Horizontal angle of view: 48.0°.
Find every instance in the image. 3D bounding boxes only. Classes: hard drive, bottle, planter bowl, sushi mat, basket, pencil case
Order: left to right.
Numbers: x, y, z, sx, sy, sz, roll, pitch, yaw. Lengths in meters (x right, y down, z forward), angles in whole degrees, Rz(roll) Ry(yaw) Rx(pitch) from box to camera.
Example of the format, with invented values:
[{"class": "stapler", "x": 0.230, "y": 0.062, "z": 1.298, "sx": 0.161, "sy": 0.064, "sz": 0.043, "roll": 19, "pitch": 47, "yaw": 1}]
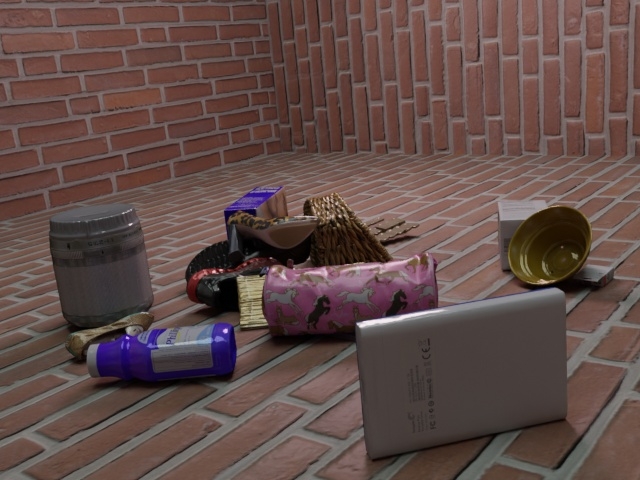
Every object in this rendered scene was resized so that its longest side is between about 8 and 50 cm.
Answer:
[{"class": "bottle", "x": -0.310, "y": 0.223, "z": 1.415, "sx": 0.283, "sy": 0.092, "sz": 0.118, "roll": -5, "pitch": 16, "yaw": 1}, {"class": "sushi mat", "x": -0.036, "y": 0.130, "z": 1.677, "sx": 0.317, "sy": 0.019, "sz": 0.151, "roll": -6, "pitch": 49, "yaw": -2}, {"class": "basket", "x": 0.080, "y": -0.029, "z": 2.005, "sx": 0.223, "sy": 0.213, "sz": 0.299, "roll": -8, "pitch": 15, "yaw": -6}, {"class": "pencil case", "x": 0.067, "y": 0.116, "z": 1.559, "sx": 0.386, "sy": 0.167, "sz": 0.160, "roll": -3, "pitch": -2, "yaw": 4}, {"class": "hard drive", "x": 0.217, "y": 0.197, "z": 1.081, "sx": 0.319, "sy": 0.210, "sz": 0.040, "roll": -9, "pitch": 14, "yaw": -12}, {"class": "planter bowl", "x": 0.575, "y": 0.030, "z": 1.752, "sx": 0.090, "sy": 0.217, "sz": 0.217, "roll": 35, "pitch": -13, "yaw": -36}]

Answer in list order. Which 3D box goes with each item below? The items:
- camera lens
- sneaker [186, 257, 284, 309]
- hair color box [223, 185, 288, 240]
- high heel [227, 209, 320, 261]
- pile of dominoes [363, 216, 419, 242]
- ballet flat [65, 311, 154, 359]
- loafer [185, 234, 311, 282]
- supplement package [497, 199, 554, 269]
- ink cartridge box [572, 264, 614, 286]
[{"class": "camera lens", "x": -0.533, "y": 0.064, "z": 1.753, "sx": 0.220, "sy": 0.274, "sz": 0.219, "roll": -5, "pitch": 14, "yaw": 1}, {"class": "sneaker", "x": -0.189, "y": 0.112, "z": 1.803, "sx": 0.276, "sy": 0.097, "sz": 0.135, "roll": -12, "pitch": 22, "yaw": -37}, {"class": "hair color box", "x": -0.190, "y": -0.048, "z": 2.242, "sx": 0.110, "sy": 0.185, "sz": 0.339, "roll": -2, "pitch": 15, "yaw": 11}, {"class": "high heel", "x": -0.129, "y": -0.056, "z": 1.901, "sx": 0.261, "sy": 0.093, "sz": 0.186, "roll": -19, "pitch": 39, "yaw": 9}, {"class": "pile of dominoes", "x": 0.171, "y": -0.010, "z": 2.303, "sx": 0.251, "sy": 0.040, "sz": 0.196, "roll": -23, "pitch": 22, "yaw": -29}, {"class": "ballet flat", "x": -0.453, "y": 0.217, "z": 1.587, "sx": 0.206, "sy": 0.073, "sz": 0.067, "roll": -18, "pitch": 46, "yaw": -33}, {"class": "loafer", "x": -0.187, "y": 0.067, "z": 1.961, "sx": 0.366, "sy": 0.130, "sz": 0.133, "roll": -18, "pitch": 38, "yaw": 3}, {"class": "supplement package", "x": 0.551, "y": -0.020, "z": 1.945, "sx": 0.134, "sy": 0.138, "sz": 0.244, "roll": -1, "pitch": 14, "yaw": 13}, {"class": "ink cartridge box", "x": 0.648, "y": 0.088, "z": 1.709, "sx": 0.063, "sy": 0.029, "sz": 0.115, "roll": 7, "pitch": 20, "yaw": 38}]
